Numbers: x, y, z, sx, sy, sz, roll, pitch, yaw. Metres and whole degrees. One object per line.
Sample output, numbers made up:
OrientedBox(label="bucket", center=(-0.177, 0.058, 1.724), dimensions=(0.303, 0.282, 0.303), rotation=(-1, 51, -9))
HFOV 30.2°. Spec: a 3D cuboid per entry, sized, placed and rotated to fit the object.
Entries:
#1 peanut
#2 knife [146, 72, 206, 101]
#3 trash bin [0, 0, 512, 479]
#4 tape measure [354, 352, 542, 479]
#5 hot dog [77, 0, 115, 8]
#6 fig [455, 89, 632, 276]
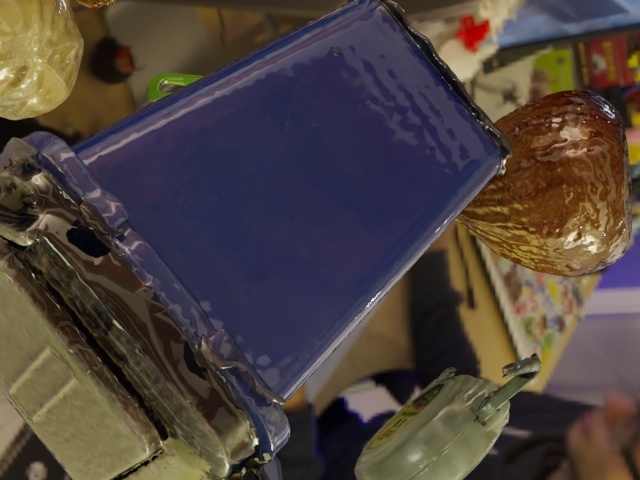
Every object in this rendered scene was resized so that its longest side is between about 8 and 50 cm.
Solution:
OrientedBox(label="peanut", center=(-0.326, -0.204, 1.183), dimensions=(0.174, 0.340, 0.158), rotation=(12, 94, -19))
OrientedBox(label="knife", center=(-0.045, -0.103, 0.873), dimensions=(0.022, 0.166, 0.078), rotation=(103, -1, -45))
OrientedBox(label="trash bin", center=(-0.031, 0.006, 0.547), dimensions=(0.234, 0.162, 0.184), rotation=(-40, 91, -34))
OrientedBox(label="tape measure", center=(0.118, 0.171, 1.005), dimensions=(0.084, 0.330, 0.164), rotation=(43, 79, 0))
OrientedBox(label="hot dog", center=(-0.336, -0.399, 1.550), dimensions=(0.062, 0.092, 0.235), rotation=(-33, 91, -23))
OrientedBox(label="fig", center=(0.133, -0.029, 0.879), dimensions=(0.146, 0.201, 0.133), rotation=(58, 24, -45))
